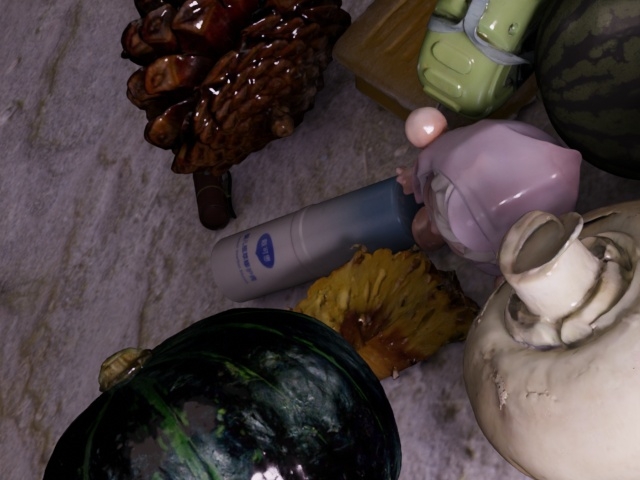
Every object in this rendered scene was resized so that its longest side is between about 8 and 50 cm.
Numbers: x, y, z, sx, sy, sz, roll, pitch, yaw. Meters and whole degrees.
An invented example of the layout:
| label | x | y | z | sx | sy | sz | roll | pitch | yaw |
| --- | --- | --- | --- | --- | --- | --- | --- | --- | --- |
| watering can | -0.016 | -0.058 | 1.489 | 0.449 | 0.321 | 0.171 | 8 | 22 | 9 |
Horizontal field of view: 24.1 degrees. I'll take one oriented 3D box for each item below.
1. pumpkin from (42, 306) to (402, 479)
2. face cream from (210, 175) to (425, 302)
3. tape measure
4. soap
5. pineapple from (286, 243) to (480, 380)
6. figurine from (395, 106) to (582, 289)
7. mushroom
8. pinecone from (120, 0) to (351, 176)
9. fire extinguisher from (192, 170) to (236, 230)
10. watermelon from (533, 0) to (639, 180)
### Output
| label | x | y | z | sx | sy | sz | roll | pitch | yaw |
| --- | --- | --- | --- | --- | --- | --- | --- | --- | --- |
| pumpkin | -0.091 | 0.180 | 1.243 | 0.315 | 0.238 | 0.315 | -35 | 7 | 5 |
| face cream | 0.000 | 0.000 | 1.557 | 0.250 | 0.077 | 0.077 | -19 | 40 | 36 |
| tape measure | 0.163 | -0.195 | 1.368 | 0.200 | 0.106 | 0.175 | -45 | -19 | -46 |
| soap | 0.137 | -0.205 | 1.630 | 0.173 | 0.089 | 0.274 | -46 | 31 | -1 |
| pineapple | 0.048 | 0.065 | 1.428 | 0.233 | 0.079 | 0.135 | -27 | 33 | 26 |
| figurine | 0.151 | -0.042 | 1.360 | 0.133 | 0.200 | 0.276 | -30 | 6 | -4 |
| mushroom | 0.211 | 0.064 | 1.130 | 0.246 | 0.202 | 0.246 | -33 | 23 | 16 |
| pinecone | -0.111 | -0.235 | 1.800 | 0.298 | 0.242 | 0.296 | -40 | 36 | 4 |
| fire extinguisher | -0.134 | -0.064 | 1.822 | 0.056 | 0.039 | 0.132 | -9 | 34 | -4 |
| watermelon | 0.286 | -0.152 | 1.282 | 0.212 | 0.212 | 0.212 | -30 | 35 | 23 |
